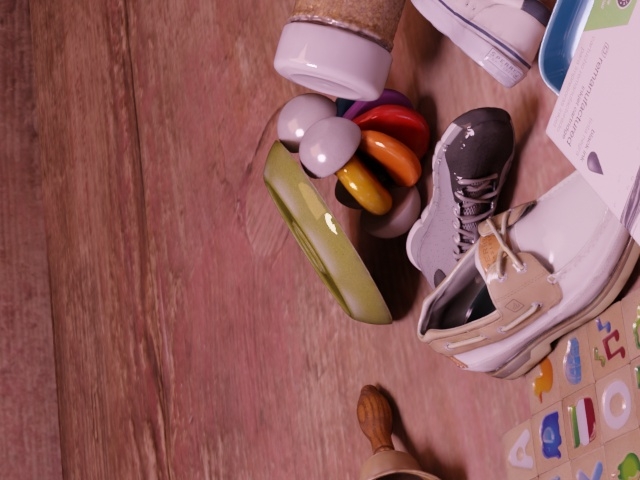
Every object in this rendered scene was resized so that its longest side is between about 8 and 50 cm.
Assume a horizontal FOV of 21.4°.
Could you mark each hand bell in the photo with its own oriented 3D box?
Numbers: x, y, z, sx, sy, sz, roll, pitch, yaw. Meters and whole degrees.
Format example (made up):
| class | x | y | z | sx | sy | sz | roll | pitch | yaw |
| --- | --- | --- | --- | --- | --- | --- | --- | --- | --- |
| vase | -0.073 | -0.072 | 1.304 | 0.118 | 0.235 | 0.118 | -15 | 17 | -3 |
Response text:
| class | x | y | z | sx | sy | sz | roll | pitch | yaw |
| --- | --- | --- | --- | --- | --- | --- | --- | --- | --- |
| hand bell | 0.069 | 0.228 | 1.813 | 0.242 | 0.126 | 0.126 | -102 | 25 | -62 |

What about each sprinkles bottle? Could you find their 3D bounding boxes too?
| class | x | y | z | sx | sy | sz | roll | pitch | yaw |
| --- | --- | --- | --- | --- | --- | --- | --- | --- | --- |
| sprinkles bottle | 0.055 | -0.331 | 1.795 | 0.121 | 0.121 | 0.355 | 4 | 77 | 67 |

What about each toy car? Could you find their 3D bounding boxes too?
| class | x | y | z | sx | sy | sz | roll | pitch | yaw |
| --- | --- | --- | --- | --- | --- | --- | --- | --- | --- |
| toy car | 0.052 | -0.104 | 1.858 | 0.136 | 0.159 | 0.182 | -45 | 31 | 3 |

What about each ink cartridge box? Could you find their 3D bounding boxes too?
| class | x | y | z | sx | sy | sz | roll | pitch | yaw |
| --- | --- | --- | --- | --- | --- | --- | --- | --- | --- |
| ink cartridge box | 0.300 | -0.095 | 1.274 | 0.273 | 0.114 | 0.198 | -119 | 40 | -52 |

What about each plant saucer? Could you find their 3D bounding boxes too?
| class | x | y | z | sx | sy | sz | roll | pitch | yaw |
| --- | --- | --- | --- | --- | --- | --- | --- | --- | --- |
| plant saucer | 0.000 | 0.000 | 1.875 | 0.241 | 0.037 | 0.241 | 57 | 176 | 6 |

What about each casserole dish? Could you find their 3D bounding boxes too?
| class | x | y | z | sx | sy | sz | roll | pitch | yaw |
| --- | --- | --- | --- | --- | --- | --- | --- | --- | --- |
| casserole dish | 0.258 | -0.188 | 1.440 | 0.114 | 0.037 | 0.188 | 32 | 121 | 25 |

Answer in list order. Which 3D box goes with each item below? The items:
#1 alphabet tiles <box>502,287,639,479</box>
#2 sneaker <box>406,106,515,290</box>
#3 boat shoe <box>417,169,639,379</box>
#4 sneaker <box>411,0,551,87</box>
| class | x | y | z | sx | sy | sz | roll | pitch | yaw |
| --- | --- | --- | --- | --- | --- | --- | --- | --- | --- |
| alphabet tiles | 0.252 | 0.204 | 1.466 | 0.342 | 0.011 | 0.285 | 137 | 132 | -58 |
| sneaker | 0.157 | -0.013 | 1.656 | 0.229 | 0.086 | 0.132 | 105 | 152 | -47 |
| boat shoe | 0.188 | 0.025 | 1.517 | 0.302 | 0.103 | 0.113 | 122 | 153 | -44 |
| sneaker | 0.166 | -0.226 | 1.676 | 0.091 | 0.094 | 0.258 | -49 | 27 | 8 |
